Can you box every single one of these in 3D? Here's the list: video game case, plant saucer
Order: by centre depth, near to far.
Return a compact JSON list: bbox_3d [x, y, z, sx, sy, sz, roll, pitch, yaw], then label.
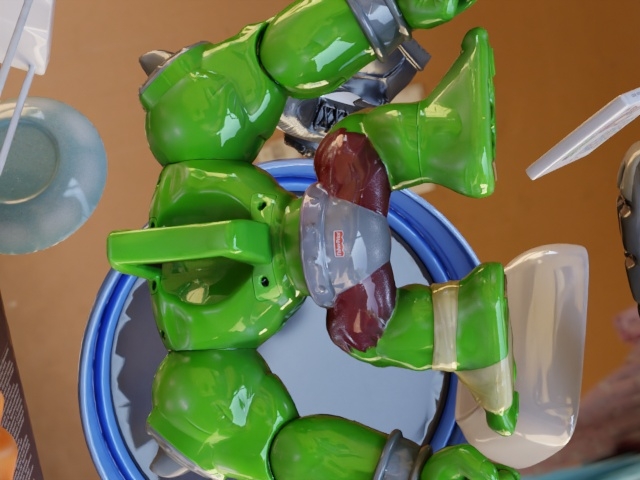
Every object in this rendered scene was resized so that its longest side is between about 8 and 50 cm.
[{"bbox_3d":[-0.336,-0.081,1.624,0.037,0.195,0.195,81,-9,-70],"label":"plant saucer"},{"bbox_3d":[0.330,-0.133,1.707,0.157,0.143,0.019,-41,-101,39],"label":"video game case"}]

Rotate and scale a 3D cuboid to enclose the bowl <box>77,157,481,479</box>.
[{"bbox_3d":[-0.025,0.120,1.325,0.077,0.391,0.391,-161,-125,-74],"label":"bowl"}]

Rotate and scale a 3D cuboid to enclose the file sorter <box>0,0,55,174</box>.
[{"bbox_3d":[-0.380,-0.170,1.216,0.193,0.278,0.173,119,-14,-63],"label":"file sorter"}]

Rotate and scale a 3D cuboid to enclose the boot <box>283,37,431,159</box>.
[{"bbox_3d":[0.020,-0.205,1.868,0.094,0.207,0.246,35,1,39],"label":"boot"}]

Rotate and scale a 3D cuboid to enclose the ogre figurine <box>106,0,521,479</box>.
[{"bbox_3d":[0.000,0.000,0.464,0.097,0.118,0.197,-55,141,-75],"label":"ogre figurine"}]

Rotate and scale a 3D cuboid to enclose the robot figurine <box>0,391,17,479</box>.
[{"bbox_3d":[-0.324,0.221,1.204,0.128,0.158,0.219,-142,-117,-69],"label":"robot figurine"}]

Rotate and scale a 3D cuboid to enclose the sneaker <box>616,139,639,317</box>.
[{"bbox_3d":[0.241,0.060,0.822,0.101,0.106,0.267,-59,129,-69],"label":"sneaker"}]

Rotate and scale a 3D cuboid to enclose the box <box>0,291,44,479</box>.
[{"bbox_3d":[-0.399,0.218,1.477,0.143,0.191,0.381,-85,171,-58],"label":"box"}]

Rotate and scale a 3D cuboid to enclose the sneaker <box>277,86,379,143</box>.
[{"bbox_3d":[0.029,-0.139,1.693,0.106,0.078,0.234,25,5,35],"label":"sneaker"}]

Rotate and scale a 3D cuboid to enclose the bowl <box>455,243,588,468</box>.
[{"bbox_3d":[0.131,0.075,0.978,0.142,0.053,0.142,123,-23,-70],"label":"bowl"}]
